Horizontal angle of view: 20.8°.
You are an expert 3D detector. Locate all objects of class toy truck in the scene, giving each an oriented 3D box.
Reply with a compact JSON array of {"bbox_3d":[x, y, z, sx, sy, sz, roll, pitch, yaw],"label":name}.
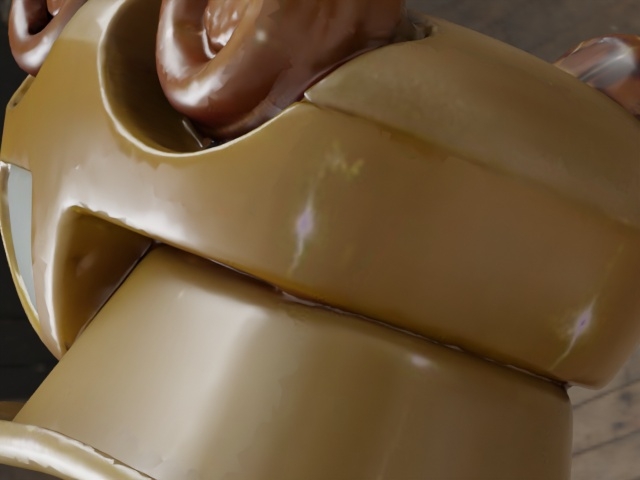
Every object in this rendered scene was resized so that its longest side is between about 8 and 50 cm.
[{"bbox_3d":[0.000,0.000,0.595,0.288,0.204,0.211,14,85,59],"label":"toy truck"}]
